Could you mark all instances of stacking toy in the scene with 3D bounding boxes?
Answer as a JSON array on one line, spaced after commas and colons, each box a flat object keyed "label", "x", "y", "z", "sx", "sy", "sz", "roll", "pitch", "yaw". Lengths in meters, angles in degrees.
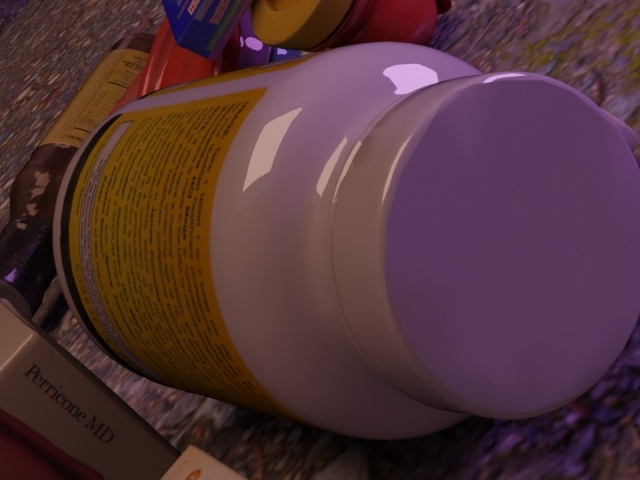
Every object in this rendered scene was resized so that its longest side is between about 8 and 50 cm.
[{"label": "stacking toy", "x": -0.034, "y": -0.099, "z": 1.060, "sx": 0.309, "sy": 0.130, "sz": 0.279, "roll": -16, "pitch": 62, "yaw": 54}]

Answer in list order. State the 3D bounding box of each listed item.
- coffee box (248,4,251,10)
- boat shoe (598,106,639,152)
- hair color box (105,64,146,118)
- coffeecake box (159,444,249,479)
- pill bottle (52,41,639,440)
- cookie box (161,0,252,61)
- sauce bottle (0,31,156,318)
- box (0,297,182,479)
[{"label": "coffee box", "x": -0.068, "y": -0.343, "z": 1.482, "sx": 0.141, "sy": 0.098, "sz": 0.246, "roll": -29, "pitch": 27, "yaw": 33}, {"label": "boat shoe", "x": 0.108, "y": -0.048, "z": 0.727, "sx": 0.063, "sy": 0.066, "sz": 0.184, "roll": -62, "pitch": 28, "yaw": -7}, {"label": "hair color box", "x": -0.148, "y": -0.107, "z": 1.214, "sx": 0.053, "sy": 0.093, "sz": 0.167, "roll": -18, "pitch": 35, "yaw": 48}, {"label": "coffeecake box", "x": -0.049, "y": 0.185, "z": 0.570, "sx": 0.142, "sy": 0.068, "sz": 0.185, "roll": -50, "pitch": 23, "yaw": -14}, {"label": "pill bottle", "x": 0.000, "y": 0.000, "z": 0.655, "sx": 0.188, "sy": 0.188, "sz": 0.334, "roll": -52, "pitch": 23, "yaw": -18}, {"label": "cookie box", "x": -0.091, "y": -0.215, "z": 1.044, "sx": 0.092, "sy": 0.040, "sz": 0.107, "roll": -53, "pitch": 36, "yaw": 27}, {"label": "sauce bottle", "x": -0.235, "y": -0.064, "z": 1.263, "sx": 0.111, "sy": 0.111, "sz": 0.344, "roll": -20, "pitch": 32, "yaw": 44}, {"label": "box", "x": -0.209, "y": 0.171, "z": 0.758, "sx": 0.232, "sy": 0.148, "sz": 0.127, "roll": -49, "pitch": 23, "yaw": -10}]
